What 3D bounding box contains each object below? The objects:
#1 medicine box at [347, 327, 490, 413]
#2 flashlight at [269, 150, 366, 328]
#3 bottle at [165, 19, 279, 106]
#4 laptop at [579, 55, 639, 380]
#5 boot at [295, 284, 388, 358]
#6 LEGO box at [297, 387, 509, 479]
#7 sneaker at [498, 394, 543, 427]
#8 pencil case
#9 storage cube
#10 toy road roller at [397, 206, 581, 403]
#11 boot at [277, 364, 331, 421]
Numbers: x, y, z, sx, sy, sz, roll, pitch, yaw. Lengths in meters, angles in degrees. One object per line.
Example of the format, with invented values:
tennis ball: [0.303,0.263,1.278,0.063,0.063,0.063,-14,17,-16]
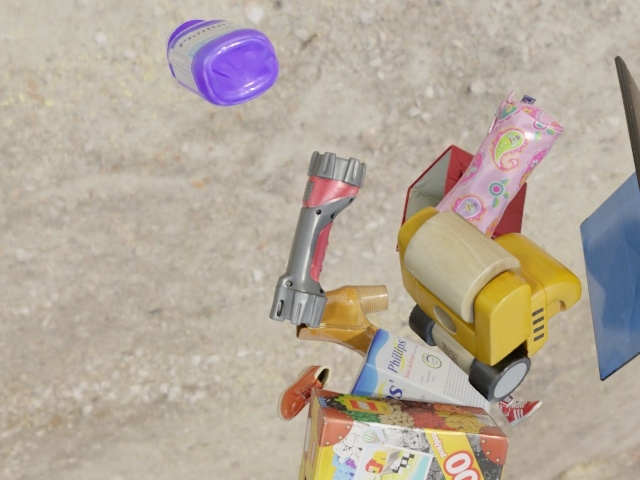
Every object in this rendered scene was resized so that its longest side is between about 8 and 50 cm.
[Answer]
medicine box: [0.203,0.385,2.141,0.289,0.149,0.263,22,121,2]
flashlight: [0.000,0.000,1.665,0.103,0.304,0.103,12,179,20]
bottle: [-0.155,-0.262,1.348,0.118,0.283,0.092,-26,116,-13]
laptop: [0.519,-0.030,1.691,0.236,0.381,0.408,-20,135,27]
boot: [0.048,0.216,2.219,0.211,0.104,0.295,-7,131,-7]
LEGO box: [0.137,0.579,1.914,0.373,0.500,0.193,7,-172,-8]
sneaker: [0.435,0.362,2.080,0.042,0.067,0.118,-26,164,-37]
pencil case: [0.307,-0.118,1.673,0.124,0.124,0.284,14,115,-39]
storage cube: [0.297,-0.050,1.985,0.193,0.183,0.215,25,144,-15]
toy road roller: [0.274,0.065,1.468,0.241,0.202,0.329,-37,143,-15]
boot: [-0.035,0.340,2.132,0.059,0.158,0.085,47,148,-16]
